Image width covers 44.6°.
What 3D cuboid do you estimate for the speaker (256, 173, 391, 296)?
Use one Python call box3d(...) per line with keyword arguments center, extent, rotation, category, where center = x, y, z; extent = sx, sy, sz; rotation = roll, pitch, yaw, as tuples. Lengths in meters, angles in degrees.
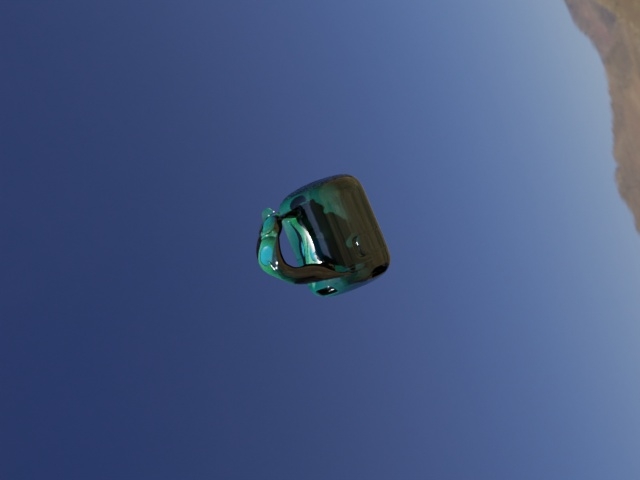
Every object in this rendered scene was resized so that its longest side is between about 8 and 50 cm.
box3d(center=(0.003, -0.001, 0.502), extent=(0.075, 0.060, 0.094), rotation=(67, -158, 0), category="speaker")
